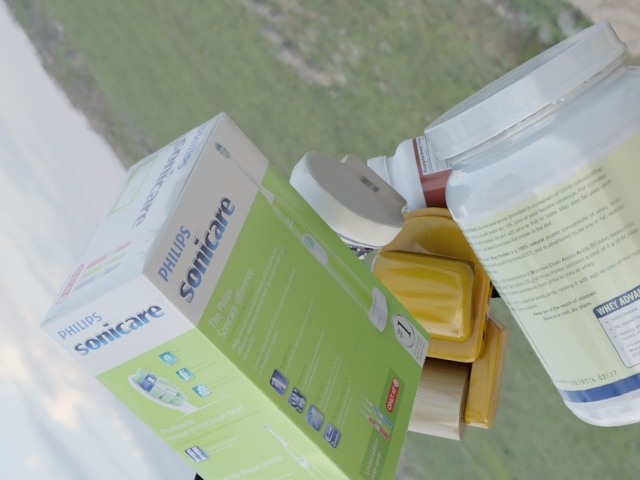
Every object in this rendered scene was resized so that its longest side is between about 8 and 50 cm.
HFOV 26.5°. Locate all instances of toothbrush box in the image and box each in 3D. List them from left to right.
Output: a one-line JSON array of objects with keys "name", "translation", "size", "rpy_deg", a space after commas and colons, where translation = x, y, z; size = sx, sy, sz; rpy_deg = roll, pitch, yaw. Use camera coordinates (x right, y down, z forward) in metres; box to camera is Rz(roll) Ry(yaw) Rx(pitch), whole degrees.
[{"name": "toothbrush box", "translation": [-0.055, 0.074, 1.096], "size": [0.283, 0.122, 0.206], "rpy_deg": [48, -143, -24]}]

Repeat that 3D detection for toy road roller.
[{"name": "toy road roller", "translation": [0.150, 0.117, 1.914], "size": [0.240, 0.202, 0.330], "rpy_deg": [-1, -81, -73]}]

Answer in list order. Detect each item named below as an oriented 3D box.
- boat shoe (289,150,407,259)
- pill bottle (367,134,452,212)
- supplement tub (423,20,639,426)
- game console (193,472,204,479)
[{"name": "boat shoe", "translation": [0.000, 0.000, 1.446], "size": [0.127, 0.158, 0.340], "rpy_deg": [42, -170, 7]}, {"name": "pill bottle", "translation": [0.183, -0.098, 1.970], "size": [0.121, 0.216, 0.121], "rpy_deg": [-13, -90, -82]}, {"name": "supplement tub", "translation": [0.264, -0.016, 1.275], "size": [0.325, 0.235, 0.235], "rpy_deg": [58, 174, -5]}, {"name": "game console", "translation": [-0.081, 0.319, 2.147], "size": [0.213, 0.361, 0.044], "rpy_deg": [25, -168, 31]}]
